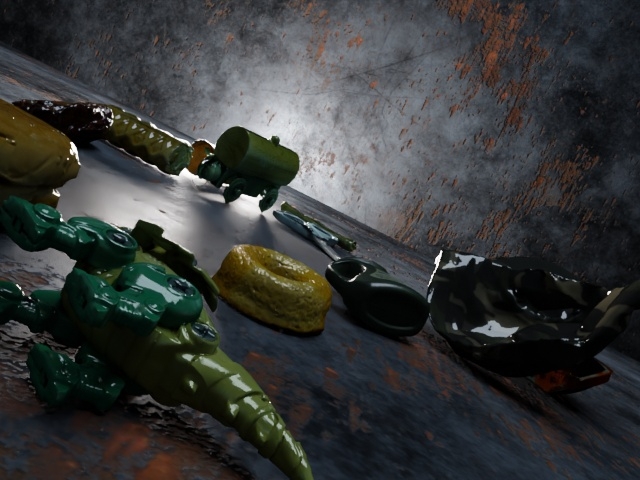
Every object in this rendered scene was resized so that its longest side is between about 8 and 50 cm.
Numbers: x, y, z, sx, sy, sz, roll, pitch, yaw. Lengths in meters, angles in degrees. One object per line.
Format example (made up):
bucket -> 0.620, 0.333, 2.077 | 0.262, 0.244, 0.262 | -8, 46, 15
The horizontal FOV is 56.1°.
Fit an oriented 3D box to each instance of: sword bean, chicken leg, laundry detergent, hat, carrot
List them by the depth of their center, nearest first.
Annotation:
laundry detergent -> 0.071, 0.070, 0.938 | 0.144, 0.078, 0.221 | 19, 9, -22
hat -> 0.400, 0.131, 1.008 | 0.381, 0.258, 0.366 | 28, -8, -35
chicken leg -> -0.501, -0.240, 1.174 | 0.177, 0.083, 0.322 | 11, 10, -1
carrot -> -0.255, -0.189, 1.634 | 0.101, 0.102, 0.263 | 30, 4, 29
sword bean -> -0.010, -0.038, 1.650 | 0.269, 0.038, 0.043 | 30, 33, 31

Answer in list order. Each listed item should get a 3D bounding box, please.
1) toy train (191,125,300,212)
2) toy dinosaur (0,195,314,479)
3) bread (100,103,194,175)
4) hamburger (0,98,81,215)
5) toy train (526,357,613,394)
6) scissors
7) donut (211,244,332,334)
toy train -> -0.173, -0.180, 1.440 | 0.126, 0.190, 0.307 | 31, 9, 24
toy dinosaur -> -0.103, 0.058, 0.365 | 0.153, 0.094, 0.259 | 12, 24, -51
bread -> -0.422, -0.238, 1.392 | 0.269, 0.098, 0.087 | 28, -32, 16
hamburger -> -0.331, -0.088, 0.531 | 0.213, 0.108, 0.214 | 28, 2, -1
toy train -> 0.357, 0.180, 1.141 | 0.086, 0.089, 0.409 | -6, 23, -25
scissors -> 0.001, -0.001, 1.430 | 0.191, 0.030, 0.360 | 25, 6, -24
donut -> -0.051, 0.054, 0.697 | 0.151, 0.058, 0.152 | 25, 9, -4
